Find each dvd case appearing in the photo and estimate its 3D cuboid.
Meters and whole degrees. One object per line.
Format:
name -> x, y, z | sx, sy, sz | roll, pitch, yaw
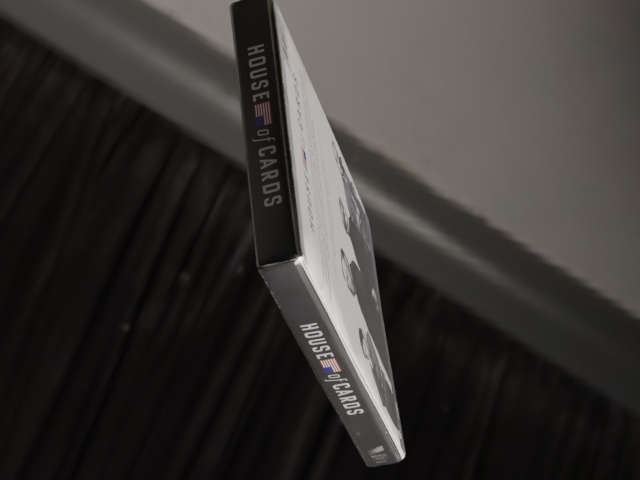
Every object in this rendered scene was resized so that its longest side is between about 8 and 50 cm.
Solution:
dvd case -> 0.000, 0.000, 1.107 | 0.030, 0.179, 0.238 | -14, 145, 9
